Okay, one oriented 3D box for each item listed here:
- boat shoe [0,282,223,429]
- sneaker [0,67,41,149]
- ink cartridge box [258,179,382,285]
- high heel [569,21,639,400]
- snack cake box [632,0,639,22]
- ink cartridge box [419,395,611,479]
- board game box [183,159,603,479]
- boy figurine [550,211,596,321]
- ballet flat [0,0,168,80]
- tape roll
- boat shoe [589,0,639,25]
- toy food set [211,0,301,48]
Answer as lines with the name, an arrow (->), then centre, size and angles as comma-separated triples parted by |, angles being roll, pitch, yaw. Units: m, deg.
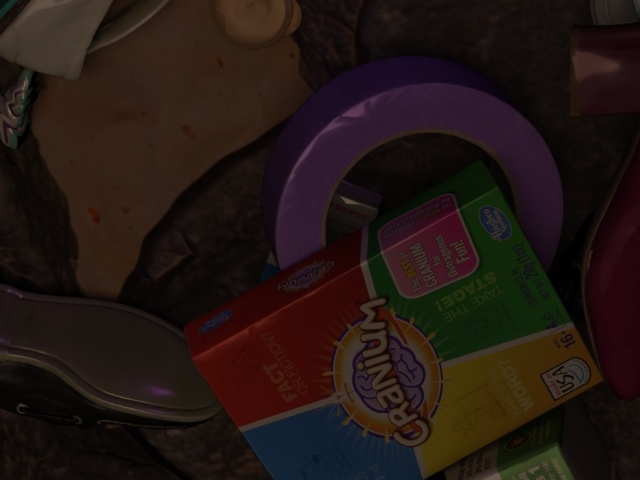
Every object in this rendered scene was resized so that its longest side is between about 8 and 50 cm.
boat shoe -> -0.262, 0.135, 1.920 | 0.340, 0.127, 0.113 | 12, 137, -3
sneaker -> -0.319, -0.141, 1.874 | 0.069, 0.038, 0.098 | 26, 125, 6
ink cartridge box -> 0.000, 0.000, 1.868 | 0.088, 0.052, 0.122 | 20, 107, 1
high heel -> 0.320, -0.021, 1.665 | 0.181, 0.127, 0.377 | -1, 120, 14
snack cake box -> 0.382, -0.155, 1.710 | 0.152, 0.089, 0.264 | -16, 121, 13
ink cartridge box -> 0.136, 0.261, 1.846 | 0.278, 0.201, 0.117 | -26, 100, 15
board game box -> 0.070, 0.105, 1.751 | 0.316, 0.064, 0.242 | -30, 117, 5
boy figurine -> 0.367, 0.073, 1.816 | 0.285, 0.092, 0.177 | 25, 108, 0
ballet flat -> -0.160, -0.304, 1.777 | 0.139, 0.139, 0.400 | 43, 112, -5
tape roll -> 0.085, -0.031, 1.783 | 0.275, 0.090, 0.274 | -5, 114, -11
boat shoe -> 0.301, -0.283, 1.728 | 0.083, 0.076, 0.226 | 16, 108, 4
toy food set -> -0.065, -0.227, 1.828 | 0.083, 0.020, 0.082 | -26, 101, 15
